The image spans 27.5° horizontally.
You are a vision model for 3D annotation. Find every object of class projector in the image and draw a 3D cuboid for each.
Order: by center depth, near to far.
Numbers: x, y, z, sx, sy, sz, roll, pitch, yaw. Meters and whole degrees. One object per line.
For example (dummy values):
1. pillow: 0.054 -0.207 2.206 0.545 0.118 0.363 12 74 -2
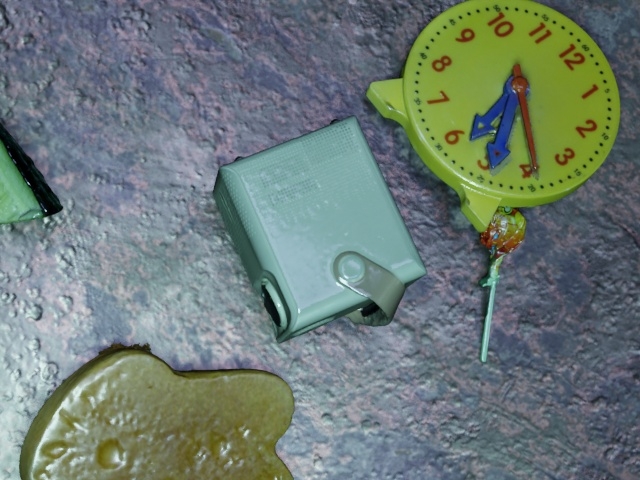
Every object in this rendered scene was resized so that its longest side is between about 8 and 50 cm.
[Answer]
1. projector: 0.000 0.000 1.513 0.177 0.163 0.242 -24 85 -12

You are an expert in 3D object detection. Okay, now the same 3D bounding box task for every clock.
1. clock: 0.234 -0.177 1.610 0.293 0.071 0.277 -41 81 -21

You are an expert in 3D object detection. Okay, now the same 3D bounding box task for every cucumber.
1. cucumber: -0.375 -0.085 1.493 0.115 0.086 0.193 -39 85 30

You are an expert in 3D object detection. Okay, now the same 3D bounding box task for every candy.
1. candy: 0.215 0.051 1.612 0.060 0.060 0.201 10 88 -10

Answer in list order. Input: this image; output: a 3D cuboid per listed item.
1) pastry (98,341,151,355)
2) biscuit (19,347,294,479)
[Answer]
1. pastry: -0.232 0.186 1.492 0.080 0.056 0.140 3 81 -19
2. biscuit: -0.150 0.254 1.469 0.344 0.057 0.287 43 79 -17
